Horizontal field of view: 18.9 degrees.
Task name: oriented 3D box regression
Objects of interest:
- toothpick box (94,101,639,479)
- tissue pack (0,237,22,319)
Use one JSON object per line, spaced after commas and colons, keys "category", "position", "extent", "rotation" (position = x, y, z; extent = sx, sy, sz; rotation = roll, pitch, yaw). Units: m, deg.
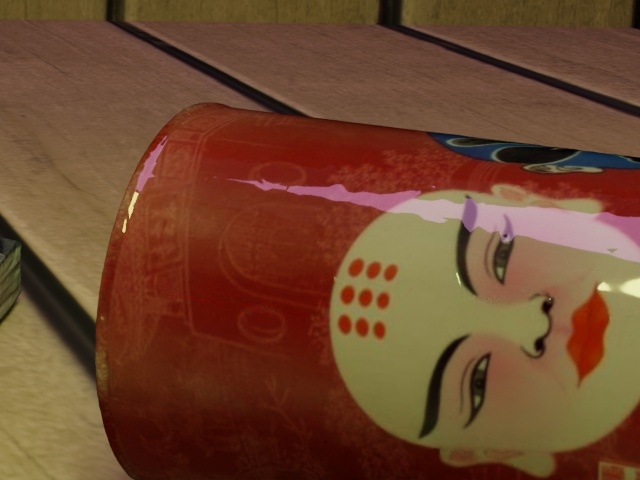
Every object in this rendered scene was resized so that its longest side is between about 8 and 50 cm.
{"category": "toothpick box", "position": [0.084, 0.051, 0.926], "extent": [0.333, 0.204, 0.204], "rotation": [8, 14, 20]}
{"category": "tissue pack", "position": [-0.284, 0.025, 1.274], "extent": [0.156, 0.051, 0.112], "rotation": [4, 14, 2]}
